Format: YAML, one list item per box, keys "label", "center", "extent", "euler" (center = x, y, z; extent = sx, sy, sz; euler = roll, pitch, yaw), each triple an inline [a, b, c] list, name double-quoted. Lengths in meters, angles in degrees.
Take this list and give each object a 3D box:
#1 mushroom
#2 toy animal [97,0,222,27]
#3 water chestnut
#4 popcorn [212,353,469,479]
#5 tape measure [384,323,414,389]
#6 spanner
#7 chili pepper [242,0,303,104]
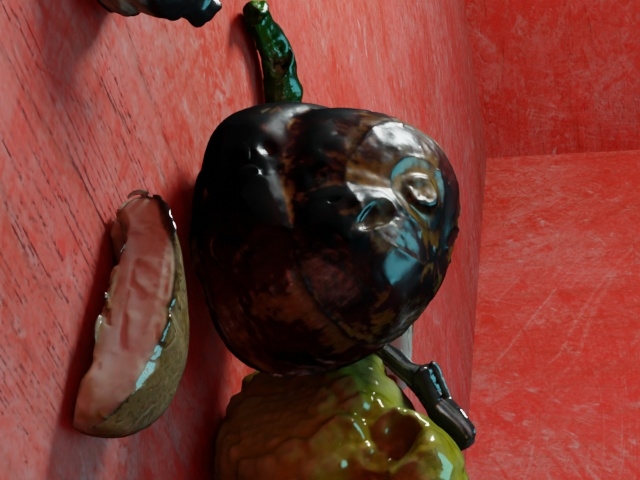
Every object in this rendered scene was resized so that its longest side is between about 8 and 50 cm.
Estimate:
- label: "mushroom"
  center: [-0.141, 0.067, 0.946]
  extent: [0.094, 0.072, 0.210]
  euler: [83, 11, -55]
- label: "toy animal"
  center: [-0.149, -0.282, 0.949]
  extent: [0.121, 0.093, 0.225]
  euler: [-22, 110, -66]
- label: "water chestnut"
  center: [0.000, 0.000, 1.161]
  extent: [0.244, 0.289, 0.289]
  euler: [76, 17, -55]
- label: "popcorn"
  center: [-0.002, 0.223, 1.172]
  extent: [0.286, 0.225, 0.174]
  euler: [39, -26, 59]
- label: "tape measure"
  center: [0.071, 0.054, 1.698]
  extent: [0.265, 0.130, 0.258]
  euler: [-72, 158, -68]
- label: "spanner"
  center: [0.066, 0.116, 1.242]
  extent: [0.325, 0.026, 0.093]
  euler: [41, -28, 51]
- label: "chili pepper"
  center: [-0.055, -0.209, 1.382]
  extent: [0.073, 0.050, 0.182]
  euler: [-67, 150, -46]
